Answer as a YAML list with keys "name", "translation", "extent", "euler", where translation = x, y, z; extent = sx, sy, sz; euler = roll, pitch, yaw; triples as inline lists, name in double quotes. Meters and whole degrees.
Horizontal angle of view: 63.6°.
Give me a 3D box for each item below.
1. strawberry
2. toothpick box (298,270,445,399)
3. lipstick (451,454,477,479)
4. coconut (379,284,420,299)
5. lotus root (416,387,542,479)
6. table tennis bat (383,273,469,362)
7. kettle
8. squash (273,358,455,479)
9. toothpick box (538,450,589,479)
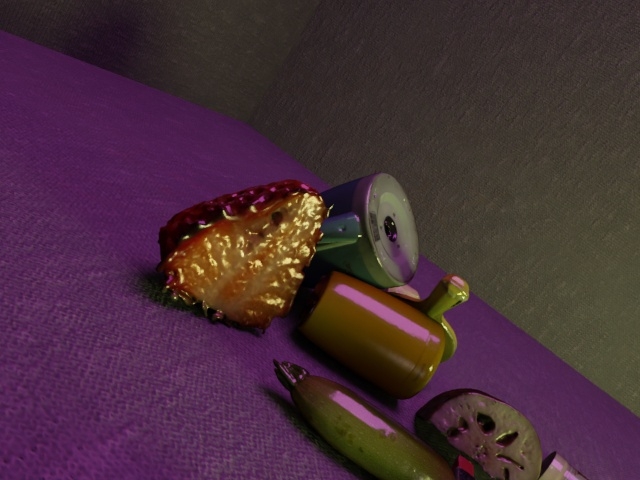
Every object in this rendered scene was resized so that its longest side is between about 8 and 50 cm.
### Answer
- name: "strawberry"
  translation: [-0.148, -0.002, 0.884]
  extent: [0.254, 0.280, 0.150]
  euler: [16, 19, -29]
- name: "toothpick box"
  translation: [0.092, 0.178, 1.023]
  extent: [0.271, 0.175, 0.175]
  euler: [31, 14, -3]
- name: "lipstick"
  translation: [0.212, 0.411, 0.762]
  extent: [0.051, 0.051, 0.312]
  euler: [36, 12, 10]
- name: "coconut"
  translation: [0.169, 0.160, 1.332]
  extent: [0.153, 0.147, 0.147]
  euler: [34, 13, -14]
- name: "lotus root"
  translation: [0.307, 0.360, 0.972]
  extent: [0.235, 0.138, 0.119]
  euler: [31, -18, 11]
- name: "table tennis bat"
  translation: [0.219, 0.168, 1.130]
  extent: [0.224, 0.368, 0.054]
  euler: [34, 58, 7]
- name: "kettle"
  translation: [0.000, 0.000, 1.150]
  extent: [0.320, 0.342, 0.247]
  euler: [10, 71, -56]
- name: "squash"
  translation: [0.062, 0.285, 0.763]
  extent: [0.341, 0.094, 0.094]
  euler: [37, 14, 0]
- name: "toothpick box"
  translation: [0.493, 0.502, 1.004]
  extent: [0.149, 0.098, 0.098]
  euler: [39, 14, 22]
